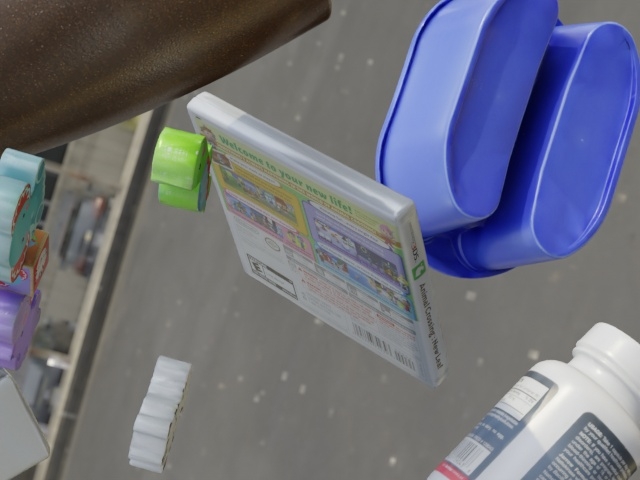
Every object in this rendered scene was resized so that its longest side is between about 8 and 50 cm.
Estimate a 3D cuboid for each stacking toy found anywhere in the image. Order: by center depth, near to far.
[{"bbox_3d":[-0.137,0.014,0.589,0.221,0.167,0.052,103,-178,-50],"label":"stacking toy"}]

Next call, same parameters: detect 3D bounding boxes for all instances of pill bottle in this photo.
[{"bbox_3d":[0.176,0.153,1.006,0.180,0.108,0.108,-45,16,-8],"label":"pill bottle"}]

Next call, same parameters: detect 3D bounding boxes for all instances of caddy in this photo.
[{"bbox_3d":[0.200,-0.125,1.497,0.179,0.241,0.341,-4,64,64],"label":"caddy"}]

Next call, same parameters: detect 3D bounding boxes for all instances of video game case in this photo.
[{"bbox_3d":[0.000,0.000,1.014,0.023,0.212,0.193,-43,-38,-23],"label":"video game case"}]

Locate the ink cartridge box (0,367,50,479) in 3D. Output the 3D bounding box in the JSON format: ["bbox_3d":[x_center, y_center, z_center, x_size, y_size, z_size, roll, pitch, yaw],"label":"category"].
[{"bbox_3d":[-0.329,0.153,0.752,0.165,0.332,0.065,24,141,57],"label":"ink cartridge box"}]

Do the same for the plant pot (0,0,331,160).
[{"bbox_3d":[-0.148,-0.150,0.811,0.230,0.215,0.215,-39,18,-5],"label":"plant pot"}]
